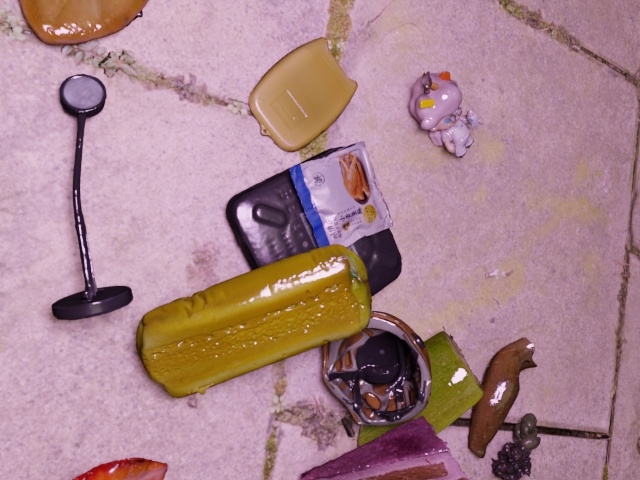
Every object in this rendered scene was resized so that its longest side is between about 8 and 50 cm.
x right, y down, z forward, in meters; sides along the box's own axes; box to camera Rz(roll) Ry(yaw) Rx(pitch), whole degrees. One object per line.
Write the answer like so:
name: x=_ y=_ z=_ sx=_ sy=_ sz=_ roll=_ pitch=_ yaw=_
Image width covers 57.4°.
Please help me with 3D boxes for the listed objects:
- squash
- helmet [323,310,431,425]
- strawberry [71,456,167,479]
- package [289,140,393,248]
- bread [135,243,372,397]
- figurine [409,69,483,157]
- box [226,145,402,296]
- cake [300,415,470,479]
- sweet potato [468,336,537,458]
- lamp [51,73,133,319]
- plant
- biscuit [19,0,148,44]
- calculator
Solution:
squash: x=0.170 y=0.314 z=1.192 sx=0.289 sy=0.203 sz=0.111 roll=-39 pitch=109 yaw=9
helmet: x=0.112 y=0.226 z=1.094 sx=0.224 sy=0.198 sz=0.130 roll=64 pitch=17 yaw=1
strawberry: x=-0.317 y=0.386 z=0.878 sx=0.187 sy=0.082 sz=0.146 roll=-29 pitch=125 yaw=-43
package: x=0.042 y=-0.076 z=1.052 sx=0.173 sy=0.027 sz=0.171 roll=-26 pitch=100 yaw=-31
bread: x=-0.102 y=0.123 z=0.951 sx=0.384 sy=0.112 sz=0.166 roll=-20 pitch=116 yaw=-7
figurine: x=0.256 y=-0.271 z=1.230 sx=0.137 sy=0.112 sz=0.229 roll=-51 pitch=125 yaw=-13
box: x=0.000 y=0.000 z=1.082 sx=0.289 sy=0.073 sz=0.290 roll=-30 pitch=102 yaw=-28
cake: x=0.109 y=0.413 z=1.064 sx=0.295 sy=0.113 sz=0.116 roll=-21 pitch=117 yaw=9
sweet potato: x=0.403 y=0.344 z=1.300 sx=0.112 sy=0.085 sz=0.285 roll=35 pitch=72 yaw=-30
lamp: x=-0.364 y=-0.061 z=0.892 sx=0.130 sy=0.108 sz=0.371 roll=-11 pitch=79 yaw=-19
plant: x=0.452 y=0.476 z=1.331 sx=0.174 sy=0.087 sz=0.085 roll=-50 pitch=147 yaw=-26
biscuit: x=-0.364 y=-0.414 z=0.904 sx=0.203 sy=0.041 sz=0.260 roll=31 pitch=71 yaw=-26
calculator: x=-0.029 y=-0.273 z=1.100 sx=0.236 sy=0.033 sz=0.157 roll=-48 pitch=112 yaw=-21
